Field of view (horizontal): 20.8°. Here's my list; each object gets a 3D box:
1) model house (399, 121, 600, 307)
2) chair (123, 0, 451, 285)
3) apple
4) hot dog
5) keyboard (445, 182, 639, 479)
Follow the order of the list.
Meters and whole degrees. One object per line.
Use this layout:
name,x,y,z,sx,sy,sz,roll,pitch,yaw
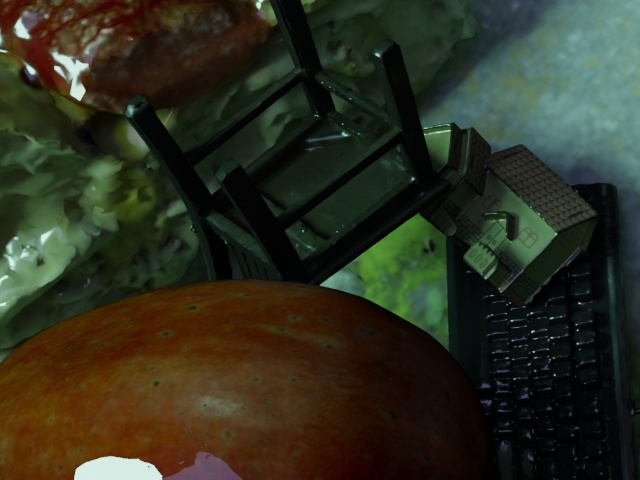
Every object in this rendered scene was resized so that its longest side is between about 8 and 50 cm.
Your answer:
model house,0.080,-0.020,0.807,0.058,0.057,0.083,-46,52,6
chair,0.000,0.000,0.800,0.101,0.212,0.084,-39,48,-17
apple,-0.032,0.124,0.691,0.234,0.234,0.234,-7,71,21
hot dog,-0.176,-0.148,0.890,0.367,0.196,0.365,-30,54,-14
keyboard,0.102,0.081,0.794,0.094,0.025,0.230,-12,61,21
